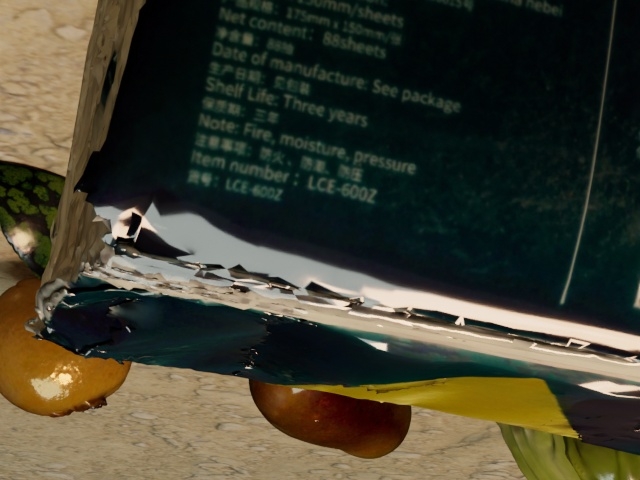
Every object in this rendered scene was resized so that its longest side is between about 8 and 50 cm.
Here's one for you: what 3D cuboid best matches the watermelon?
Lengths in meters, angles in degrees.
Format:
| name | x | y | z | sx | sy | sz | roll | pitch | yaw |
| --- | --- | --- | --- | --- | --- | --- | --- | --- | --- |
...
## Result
| name | x | y | z | sx | sy | sz | roll | pitch | yaw |
| --- | --- | --- | --- | --- | --- | --- | --- | --- | --- |
| watermelon | -0.220 | -0.002 | 1.199 | 0.087 | 0.069 | 0.163 | -2 | 157 | 18 |

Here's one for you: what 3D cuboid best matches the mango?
| name | x | y | z | sx | sy | sz | roll | pitch | yaw |
| --- | --- | --- | --- | --- | --- | --- | --- | --- | --- |
| mango | 0.008 | 0.147 | 1.475 | 0.133 | 0.111 | 0.267 | -18 | 152 | 16 |

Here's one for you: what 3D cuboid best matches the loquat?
| name | x | y | z | sx | sy | sz | roll | pitch | yaw |
| --- | --- | --- | --- | --- | --- | --- | --- | --- | --- |
| loquat | -0.238 | 0.096 | 1.382 | 0.141 | 0.141 | 0.141 | 5 | 160 | 2 |

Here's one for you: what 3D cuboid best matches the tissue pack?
| name | x | y | z | sx | sy | sz | roll | pitch | yaw |
| --- | --- | --- | --- | --- | --- | --- | --- | --- | --- |
| tissue pack | 0.098 | -0.053 | 0.673 | 0.416 | 0.264 | 0.253 | 11 | 166 | -15 |

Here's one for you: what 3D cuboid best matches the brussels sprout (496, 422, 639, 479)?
| name | x | y | z | sx | sy | sz | roll | pitch | yaw |
| --- | --- | --- | --- | --- | --- | --- | --- | --- | --- |
| brussels sprout | 0.274 | 0.125 | 1.173 | 0.294 | 0.227 | 0.259 | -14 | 171 | -32 |
